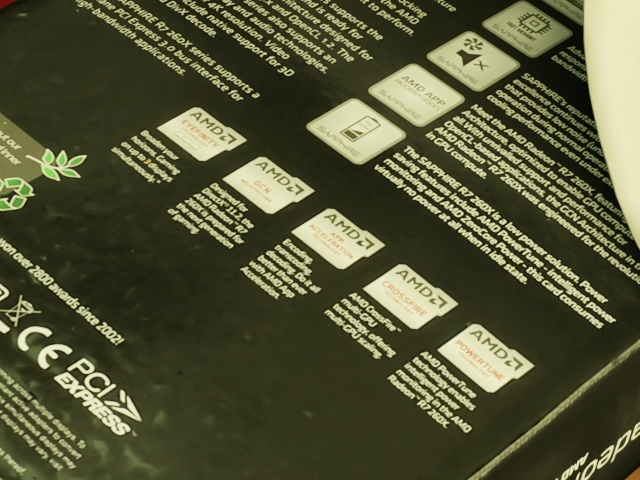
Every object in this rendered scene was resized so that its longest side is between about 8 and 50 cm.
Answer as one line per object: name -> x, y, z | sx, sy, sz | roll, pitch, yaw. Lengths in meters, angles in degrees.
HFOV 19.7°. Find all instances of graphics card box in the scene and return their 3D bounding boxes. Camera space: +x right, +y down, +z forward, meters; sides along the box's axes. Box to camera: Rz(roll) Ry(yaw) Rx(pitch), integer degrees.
graphics card box -> 0.000, 0.000, 0.583 | 0.233, 0.094, 0.371 | 37, 49, 24

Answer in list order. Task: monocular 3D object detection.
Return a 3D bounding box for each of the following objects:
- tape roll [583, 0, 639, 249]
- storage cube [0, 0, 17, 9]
tape roll -> 0.211, -0.054, 0.454 | 0.169, 0.246, 0.246 | -34, 23, -35
storage cube -> -0.153, -0.156, 1.203 | 0.184, 0.193, 0.215 | -33, 23, -33
